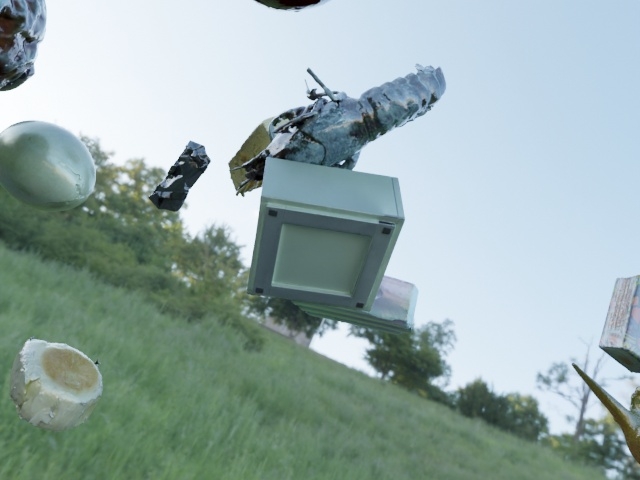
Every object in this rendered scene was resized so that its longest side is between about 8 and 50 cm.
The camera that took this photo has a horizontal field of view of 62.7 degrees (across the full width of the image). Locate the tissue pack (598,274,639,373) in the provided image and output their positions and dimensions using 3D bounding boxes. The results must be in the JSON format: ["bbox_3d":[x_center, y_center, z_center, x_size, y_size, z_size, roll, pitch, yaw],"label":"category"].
[{"bbox_3d":[0.322,0.086,0.539,0.063,0.083,0.035,36,-22,-22],"label":"tissue pack"}]

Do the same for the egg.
[{"bbox_3d":[-0.365,-0.098,0.699,0.152,0.114,0.114,36,-20,24],"label":"egg"}]

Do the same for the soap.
[{"bbox_3d":[0.094,0.159,1.437,0.347,0.115,0.208,9,-20,27],"label":"soap"}]

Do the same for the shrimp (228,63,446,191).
[{"bbox_3d":[0.034,-0.203,0.921,0.410,0.166,0.221,-21,-65,6],"label":"shrimp"}]

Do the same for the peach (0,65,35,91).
[{"bbox_3d":[-0.565,-0.333,0.907,0.152,0.152,0.152,20,-26,11],"label":"peach"}]

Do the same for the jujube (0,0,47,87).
[{"bbox_3d":[-0.404,-0.258,0.498,0.226,0.226,0.317,24,-2,3],"label":"jujube"}]

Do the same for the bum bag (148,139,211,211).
[{"bbox_3d":[-0.350,-0.158,1.314,0.087,0.197,0.049,36,1,8],"label":"bum bag"}]

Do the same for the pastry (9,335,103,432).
[{"bbox_3d":[-0.445,0.242,0.886,0.166,0.088,0.166,40,7,-6],"label":"pastry"}]

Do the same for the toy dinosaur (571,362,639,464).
[{"bbox_3d":[0.347,0.219,0.573,0.162,0.126,0.039,15,-18,18],"label":"toy dinosaur"}]

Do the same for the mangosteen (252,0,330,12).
[{"bbox_3d":[-0.040,-0.416,0.702,0.215,0.215,0.257,29,15,-7],"label":"mangosteen"}]

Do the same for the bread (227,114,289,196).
[{"bbox_3d":[-0.126,-0.234,1.421,0.114,0.185,0.275,59,-38,5],"label":"bread"}]

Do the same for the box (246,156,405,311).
[{"bbox_3d":[0.000,0.000,0.896,0.225,0.117,0.225,8,-49,-7],"label":"box"}]
